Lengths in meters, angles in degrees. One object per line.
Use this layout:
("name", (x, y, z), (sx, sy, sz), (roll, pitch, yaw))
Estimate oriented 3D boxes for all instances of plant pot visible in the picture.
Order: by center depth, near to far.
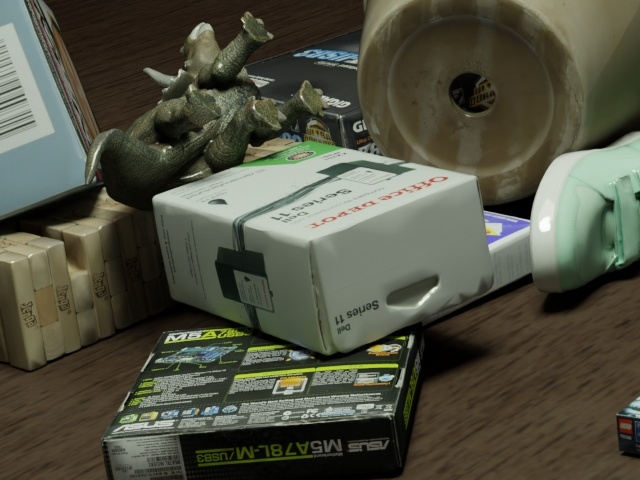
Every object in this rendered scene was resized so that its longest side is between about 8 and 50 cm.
("plant pot", (0.163, -0.172, 1.539), (0.323, 0.323, 0.280), (-1, 24, 21))

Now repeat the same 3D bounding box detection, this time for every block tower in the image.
("block tower", (-0.134, -0.001, 1.486), (0.335, 0.097, 0.091), (-22, 23, -40))

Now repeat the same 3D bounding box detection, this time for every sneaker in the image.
("sneaker", (0.265, -0.026, 1.384), (0.151, 0.094, 0.256), (7, 24, 33))

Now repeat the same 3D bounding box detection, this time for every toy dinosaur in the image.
("toy dinosaur", (-0.099, -0.077, 1.404), (0.160, 0.121, 0.313), (-40, 11, 36))

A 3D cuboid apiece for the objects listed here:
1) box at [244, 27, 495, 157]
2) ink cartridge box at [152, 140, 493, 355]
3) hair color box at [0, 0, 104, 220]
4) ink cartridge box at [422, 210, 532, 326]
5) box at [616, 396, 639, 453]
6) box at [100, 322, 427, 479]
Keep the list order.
("box", (0.068, -0.165, 1.922), (0.293, 0.073, 0.295), (-20, 20, -27))
("ink cartridge box", (0.000, 0.000, 1.290), (0.153, 0.087, 0.208), (-21, 21, -31))
("hair color box", (-0.266, -0.116, 1.576), (0.113, 0.185, 0.374), (-21, 3, -3))
("ink cartridge box", (0.033, 0.020, 1.422), (0.208, 0.045, 0.206), (-21, 21, -33))
("box", (0.256, 0.098, 1.111), (0.094, 0.027, 0.137), (8, 23, 38))
("box", (-0.032, 0.103, 1.202), (0.190, 0.045, 0.184), (-6, 15, 9))
